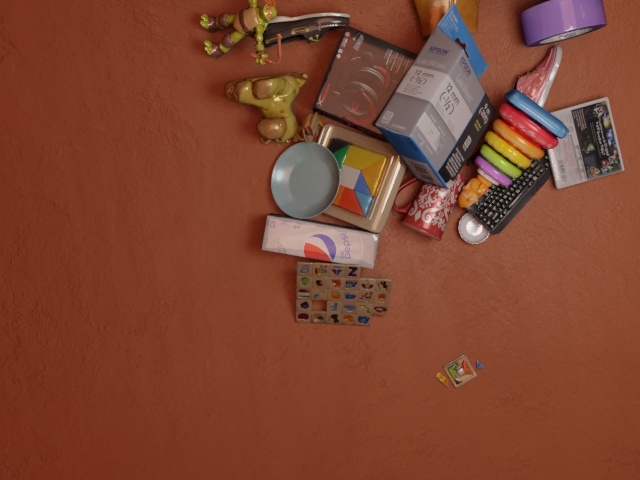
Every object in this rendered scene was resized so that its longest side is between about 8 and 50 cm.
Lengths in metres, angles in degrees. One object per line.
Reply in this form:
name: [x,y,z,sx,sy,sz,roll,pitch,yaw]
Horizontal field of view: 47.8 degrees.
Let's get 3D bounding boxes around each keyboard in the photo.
keyboard: [0.476,-0.190,1.820,0.201,0.033,0.317,41,88,-3]

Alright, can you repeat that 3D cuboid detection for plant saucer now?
plant saucer: [-0.032,-0.149,1.813,0.195,0.037,0.194,-3,84,25]

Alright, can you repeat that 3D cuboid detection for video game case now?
video game case: [0.651,-0.242,1.800,0.173,0.022,0.190,-16,97,3]

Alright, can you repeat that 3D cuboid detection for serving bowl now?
serving bowl: [0.392,-0.033,1.849,0.083,0.027,0.083,0,91,-3]

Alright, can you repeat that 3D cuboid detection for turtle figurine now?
turtle figurine: [-0.186,-0.539,1.748,0.217,0.087,0.269,-11,97,30]

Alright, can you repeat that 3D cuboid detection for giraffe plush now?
giraffe plush: [-0.117,-0.318,1.784,0.210,0.181,0.170,-17,109,-33]

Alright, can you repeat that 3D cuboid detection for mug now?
mug: [0.272,-0.105,1.802,0.150,0.113,0.169,26,92,-18]

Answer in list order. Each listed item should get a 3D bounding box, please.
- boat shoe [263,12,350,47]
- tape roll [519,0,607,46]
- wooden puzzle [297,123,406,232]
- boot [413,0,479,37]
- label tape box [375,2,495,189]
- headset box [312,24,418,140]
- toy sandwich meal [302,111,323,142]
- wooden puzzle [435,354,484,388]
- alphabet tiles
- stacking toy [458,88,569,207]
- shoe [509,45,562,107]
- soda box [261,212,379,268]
boat shoe: [-0.037,-0.521,1.788,0.228,0.081,0.068,-3,96,9]
tape roll: [0.577,-0.526,1.720,0.189,0.189,0.080,-13,96,2]
wooden puzzle: [0.078,-0.158,1.805,0.239,0.044,0.220,22,95,18]
boot: [0.371,-0.618,1.771,0.295,0.104,0.211,-14,104,0]
label tape box: [0.303,-0.331,1.685,0.115,0.249,0.347,28,82,39]
headset box: [0.155,-0.367,1.781,0.293,0.110,0.218,23,95,-2]
toy sandwich meal: [-0.018,-0.279,1.768,0.029,0.086,0.085,10,96,25]
wooden puzzle: [0.367,0.345,1.893,0.116,0.014,0.078,-38,94,4]
alphabet tiles: [0.057,0.139,1.833,0.237,0.009,0.198,3,126,0]
stacking toy: [0.434,-0.196,1.734,0.166,0.175,0.301,36,106,-1]
shoe: [0.534,-0.408,1.795,0.081,0.063,0.177,19,94,1]
soda box: [0.000,0.000,1.825,0.286,0.098,0.091,10,96,-1]
